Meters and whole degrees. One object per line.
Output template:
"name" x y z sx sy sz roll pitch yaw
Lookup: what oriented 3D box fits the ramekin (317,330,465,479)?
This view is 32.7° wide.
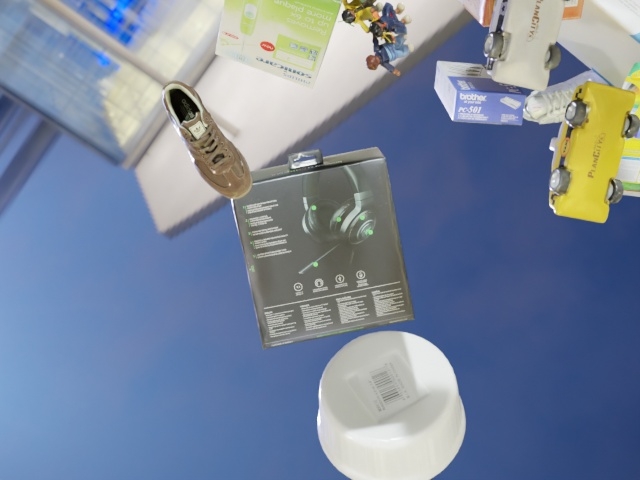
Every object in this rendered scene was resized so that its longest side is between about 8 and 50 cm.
"ramekin" 0.126 0.299 1.992 0.277 0.135 0.277 -3 -130 4

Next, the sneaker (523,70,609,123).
"sneaker" 0.447 -0.253 2.018 0.232 0.115 0.090 162 -86 -72

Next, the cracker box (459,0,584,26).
"cracker box" 0.273 -0.398 1.624 0.232 0.155 0.067 -117 -157 -52

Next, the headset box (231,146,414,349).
"headset box" 0.000 0.000 1.717 0.246 0.283 0.131 -12 -167 1

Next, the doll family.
"doll family" 0.089 -0.370 1.857 0.111 0.193 0.076 -37 176 -46

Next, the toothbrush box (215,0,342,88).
"toothbrush box" -0.069 -0.434 2.025 0.283 0.206 0.122 116 -7 -64

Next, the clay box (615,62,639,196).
"clay box" 0.521 -0.176 1.720 0.127 0.053 0.222 11 -110 43

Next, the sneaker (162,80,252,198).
"sneaker" -0.164 -0.138 1.504 0.066 0.188 0.071 -37 170 5

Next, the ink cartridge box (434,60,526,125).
"ink cartridge box" 0.224 -0.212 1.553 0.207 0.097 0.046 -94 -171 -70

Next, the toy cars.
"toy cars" 0.317 -0.211 1.484 0.176 0.394 0.087 -32 -163 -10

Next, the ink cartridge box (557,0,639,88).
"ink cartridge box" 0.609 -0.451 1.880 0.395 0.285 0.166 -50 179 -18
